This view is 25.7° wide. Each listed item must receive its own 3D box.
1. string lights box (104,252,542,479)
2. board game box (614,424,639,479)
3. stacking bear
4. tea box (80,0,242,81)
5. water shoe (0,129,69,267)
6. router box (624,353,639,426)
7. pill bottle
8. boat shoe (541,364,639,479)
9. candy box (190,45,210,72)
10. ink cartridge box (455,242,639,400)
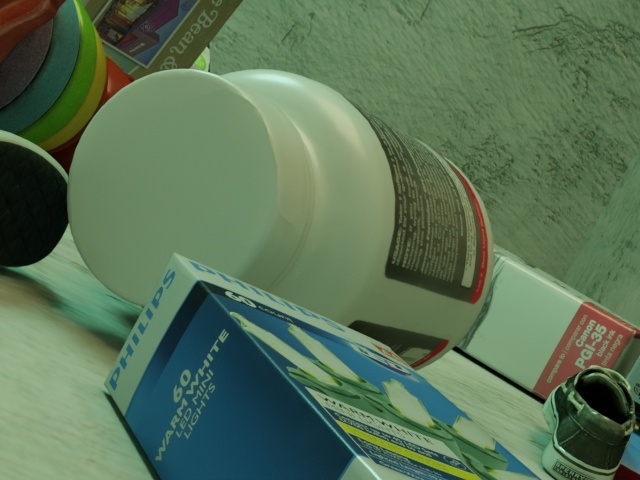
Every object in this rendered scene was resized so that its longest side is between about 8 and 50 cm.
[{"bbox_3d":[0.012,0.098,0.567,0.133,0.076,0.260,25,6,-27],"label":"string lights box"},{"bbox_3d":[0.279,0.201,1.277,0.169,0.033,0.133,18,15,-36],"label":"board game box"},{"bbox_3d":[-0.236,-0.133,1.118,0.164,0.175,0.289,39,-1,22],"label":"stacking bear"},{"bbox_3d":[-0.232,-0.311,1.430,0.220,0.329,0.323,30,17,-35],"label":"tea box"},{"bbox_3d":[-0.216,-0.043,0.736,0.080,0.073,0.203,30,4,36],"label":"water shoe"},{"bbox_3d":[0.445,0.225,1.391,0.309,0.081,0.243,31,-7,20],"label":"router box"},{"bbox_3d":[-0.017,-0.007,0.877,0.176,0.176,0.318,31,5,24],"label":"pill bottle"},{"bbox_3d":[0.231,0.144,1.165,0.078,0.070,0.219,25,13,5],"label":"boat shoe"},{"bbox_3d":[-0.209,-0.214,1.668,0.159,0.071,0.233,24,51,-42],"label":"candy box"},{"bbox_3d":[0.216,0.083,1.589,0.283,0.117,0.207,31,6,18],"label":"ink cartridge box"}]
